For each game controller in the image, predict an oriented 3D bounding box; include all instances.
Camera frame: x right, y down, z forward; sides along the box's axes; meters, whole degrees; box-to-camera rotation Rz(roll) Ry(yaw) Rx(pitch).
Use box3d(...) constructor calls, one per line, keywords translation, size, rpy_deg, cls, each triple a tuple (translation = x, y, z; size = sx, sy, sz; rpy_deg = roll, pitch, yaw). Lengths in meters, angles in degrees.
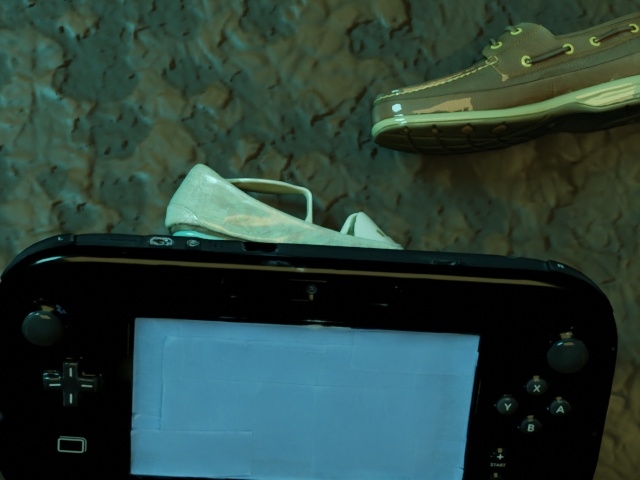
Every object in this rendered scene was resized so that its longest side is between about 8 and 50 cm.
box3d(translation=(-0.010, 0.078, 1.006), size=(0.319, 0.067, 0.166), rpy_deg=(3, 112, -3), cls="game controller")

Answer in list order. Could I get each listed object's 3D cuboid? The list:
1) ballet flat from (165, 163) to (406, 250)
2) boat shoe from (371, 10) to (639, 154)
box3d(translation=(0.000, 0.000, 1.050), size=(0.168, 0.057, 0.052), rpy_deg=(19, 69, -3), cls="ballet flat")
box3d(translation=(0.109, -0.087, 1.066), size=(0.178, 0.064, 0.060), rpy_deg=(-10, 79, -12), cls="boat shoe")
